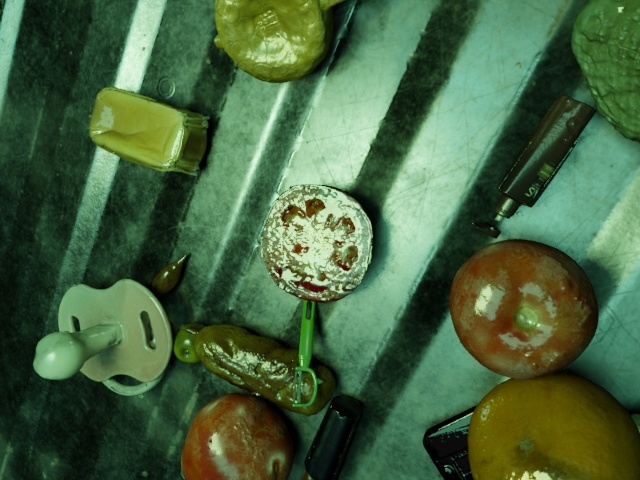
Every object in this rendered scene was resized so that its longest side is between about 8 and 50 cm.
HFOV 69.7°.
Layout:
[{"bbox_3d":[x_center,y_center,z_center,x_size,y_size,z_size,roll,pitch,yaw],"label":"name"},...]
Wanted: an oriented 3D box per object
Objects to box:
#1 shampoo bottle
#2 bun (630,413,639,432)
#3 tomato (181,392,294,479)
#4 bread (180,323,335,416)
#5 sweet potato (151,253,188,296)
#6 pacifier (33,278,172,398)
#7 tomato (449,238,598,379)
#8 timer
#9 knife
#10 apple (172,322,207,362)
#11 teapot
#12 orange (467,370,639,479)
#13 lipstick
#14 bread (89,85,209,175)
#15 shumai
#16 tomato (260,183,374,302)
[{"bbox_3d":[0.330,-0.109,0.724,0.068,0.067,0.236,30,107,6],"label":"shampoo bottle"},{"bbox_3d":[0.492,0.325,0.717,0.115,0.069,0.115,0,97,0],"label":"bun"},{"bbox_3d":[-0.178,0.431,0.930,0.232,0.188,0.232,3,97,24],"label":"tomato"},{"bbox_3d":[-0.136,0.247,0.920,0.344,0.084,0.124,22,88,9],"label":"bread"},{"bbox_3d":[-0.330,0.072,1.023,0.049,0.049,0.117,45,103,11],"label":"sweet potato"},{"bbox_3d":[-0.473,0.210,1.006,0.332,0.273,0.220,-7,61,23],"label":"pacifier"},{"bbox_3d":[0.301,0.100,0.699,0.208,0.184,0.208,1,93,16],"label":"tomato"},{"bbox_3d":[0.288,0.400,0.817,0.144,0.055,0.187,-35,79,19],"label":"timer"},{"bbox_3d":[-0.019,0.208,0.879,0.054,0.015,0.212,4,66,-3],"label":"knife"},{"bbox_3d":[-0.276,0.226,1.004,0.089,0.074,0.090,3,114,6],"label":"apple"},{"bbox_3d":[-0.061,-0.397,0.798,0.311,0.167,0.203,-14,126,23],"label":"teapot"},{"bbox_3d":[0.340,0.312,0.676,0.240,0.240,0.171,-34,123,22],"label":"orange"},{"bbox_3d":[-0.014,0.504,0.935,0.077,0.077,0.418,24,106,17],"label":"lipstick"},{"bbox_3d":[-0.352,-0.227,0.956,0.241,0.107,0.136,20,101,18],"label":"bread"},{"bbox_3d":[0.513,-0.265,0.552,0.263,0.309,0.304,-45,70,-4],"label":"shumai"},{"bbox_3d":[0.002,0.002,0.859,0.225,0.085,0.225,1,94,22],"label":"tomato"}]
